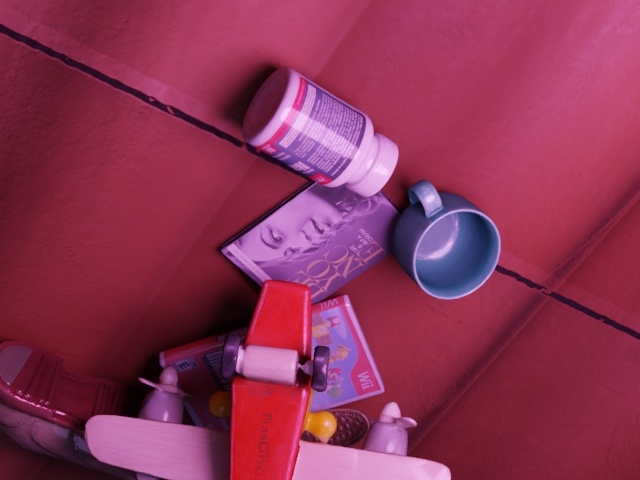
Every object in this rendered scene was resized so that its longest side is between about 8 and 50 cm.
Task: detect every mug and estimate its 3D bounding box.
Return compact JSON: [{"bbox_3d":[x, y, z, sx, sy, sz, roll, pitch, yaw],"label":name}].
[{"bbox_3d":[0.164,-0.012,1.642,0.129,0.097,0.158,-1,113,-21],"label":"mug"}]

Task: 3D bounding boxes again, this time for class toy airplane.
[{"bbox_3d":[-0.071,0.292,1.691,0.384,0.272,0.386,-38,94,7],"label":"toy airplane"}]

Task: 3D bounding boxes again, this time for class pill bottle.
[{"bbox_3d":[0.003,-0.129,1.536,0.180,0.108,0.108,29,118,-25],"label":"pill bottle"}]

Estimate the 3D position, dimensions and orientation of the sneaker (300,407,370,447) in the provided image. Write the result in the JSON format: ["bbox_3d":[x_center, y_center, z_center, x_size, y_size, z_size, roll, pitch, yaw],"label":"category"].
[{"bbox_3d":[-0.013,0.294,1.864,0.192,0.086,0.064,-20,87,10],"label":"sneaker"}]

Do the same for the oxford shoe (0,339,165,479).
[{"bbox_3d":[-0.355,0.267,1.787,0.348,0.123,0.130,38,129,-23],"label":"oxford shoe"}]

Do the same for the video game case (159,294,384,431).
[{"bbox_3d":[-0.067,0.194,1.803,0.285,0.025,0.204,-18,131,5],"label":"video game case"}]

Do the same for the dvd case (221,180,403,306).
[{"bbox_3d":[0.000,0.000,1.685,0.221,0.018,0.164,-34,123,17],"label":"dvd case"}]
